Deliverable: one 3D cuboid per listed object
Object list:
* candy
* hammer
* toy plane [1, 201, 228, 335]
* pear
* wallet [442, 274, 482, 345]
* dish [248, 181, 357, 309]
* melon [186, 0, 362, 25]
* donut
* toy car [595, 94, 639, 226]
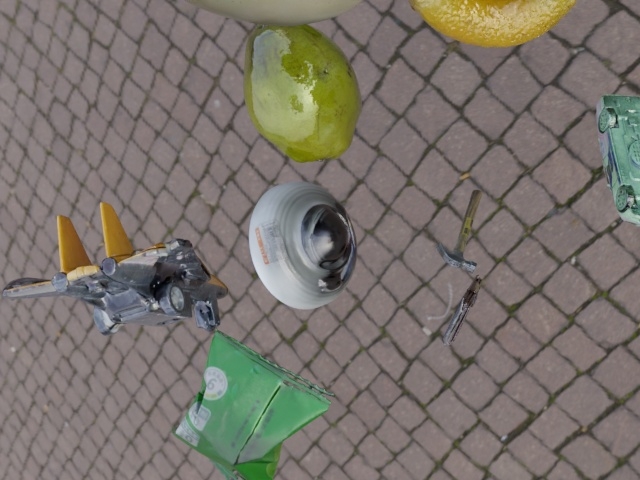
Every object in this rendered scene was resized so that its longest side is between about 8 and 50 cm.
[{"bbox_3d":[-0.085,0.201,0.762,0.141,0.078,0.203,24,122,-5],"label":"candy"},{"bbox_3d":[0.223,-0.023,1.071,0.062,0.182,0.017,21,135,6],"label":"hammer"},{"bbox_3d":[-0.175,0.058,0.781,0.204,0.316,0.103,-15,69,15],"label":"toy plane"},{"bbox_3d":[-0.035,-0.263,1.228,0.212,0.212,0.269,-6,119,35],"label":"pear"},{"bbox_3d":[0.332,0.157,1.602,0.031,0.232,0.122,29,110,13],"label":"wallet"},{"bbox_3d":[0.000,0.000,1.427,0.133,0.273,0.274,-14,97,45],"label":"dish"},{"bbox_3d":[-0.074,-0.380,0.848,0.223,0.316,0.223,-173,90,-73],"label":"melon"},{"bbox_3d":[0.229,-0.371,0.912,0.277,0.109,0.278,0,141,0],"label":"donut"},{"bbox_3d":[0.446,-0.108,0.981,0.090,0.224,0.076,4,150,-3],"label":"toy car"}]
